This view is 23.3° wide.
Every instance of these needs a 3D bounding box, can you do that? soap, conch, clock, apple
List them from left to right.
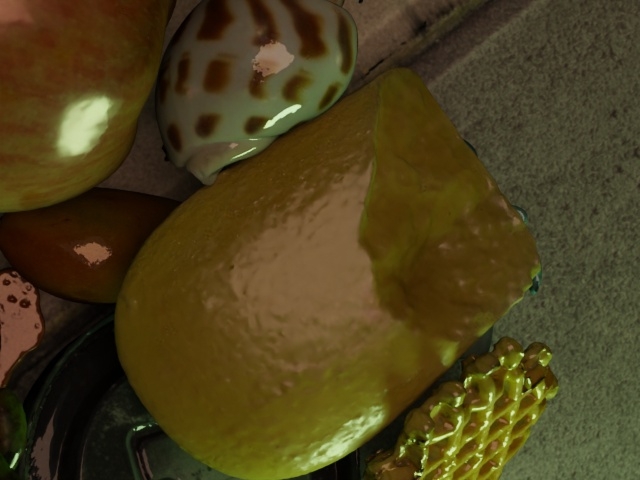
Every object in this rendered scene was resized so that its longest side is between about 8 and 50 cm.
[{"bbox_3d":[-0.310,-0.223,1.461,0.346,0.391,0.391,17,83,-18],"label":"apple"},{"bbox_3d":[-0.140,0.248,1.615,0.386,0.076,0.386,8,74,-28],"label":"clock"},{"bbox_3d":[-0.055,-0.189,1.505,0.275,0.183,0.149,-49,145,-25],"label":"conch"},{"bbox_3d":[0.003,0.044,1.543,0.427,0.115,0.306,-39,103,-7],"label":"soap"}]

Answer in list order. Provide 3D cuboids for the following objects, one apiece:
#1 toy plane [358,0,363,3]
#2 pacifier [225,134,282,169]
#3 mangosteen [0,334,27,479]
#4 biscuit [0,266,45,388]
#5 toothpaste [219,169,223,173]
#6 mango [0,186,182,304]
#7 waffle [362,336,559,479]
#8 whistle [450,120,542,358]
[{"bbox_3d":[-0.054,-0.281,1.615,0.106,0.382,0.155,19,66,27],"label":"toy plane"},{"bbox_3d":[-0.071,-0.109,1.701,0.083,0.064,0.068,-33,81,-17],"label":"pacifier"},{"bbox_3d":[-0.415,0.123,1.388,0.306,0.359,0.306,-27,134,-32],"label":"mangosteen"},{"bbox_3d":[-0.424,0.150,1.586,0.202,0.047,0.334,29,78,-14],"label":"biscuit"},{"bbox_3d":[-0.112,-0.052,1.712,0.024,0.015,0.083,-13,98,-19],"label":"toothpaste"},{"bbox_3d":[-0.209,0.007,1.615,0.253,0.138,0.113,4,118,-23],"label":"mango"},{"bbox_3d":[0.141,0.228,1.659,0.060,0.312,0.307,41,94,27],"label":"waffle"},{"bbox_3d":[0.153,-0.002,1.760,0.186,0.093,0.274,-7,94,8],"label":"whistle"}]
